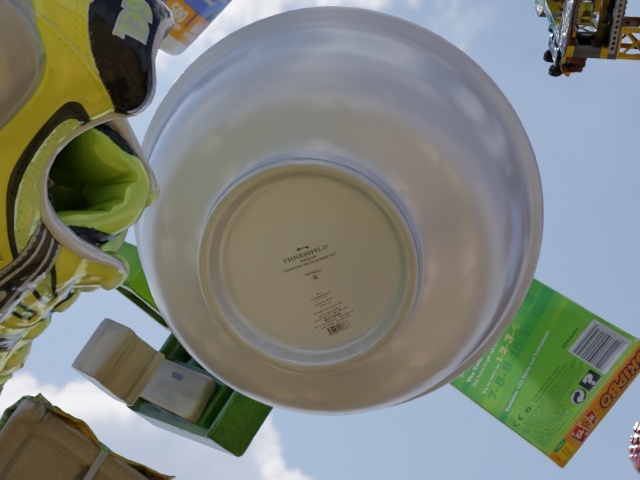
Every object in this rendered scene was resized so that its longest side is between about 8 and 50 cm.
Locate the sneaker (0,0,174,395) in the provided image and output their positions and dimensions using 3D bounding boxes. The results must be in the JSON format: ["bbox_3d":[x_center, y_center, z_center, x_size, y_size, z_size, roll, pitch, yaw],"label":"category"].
[{"bbox_3d":[-0.159,0.006,0.686,0.147,0.145,0.385,16,-32,-2],"label":"sneaker"}]

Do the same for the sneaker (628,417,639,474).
[{"bbox_3d":[0.381,0.160,1.345,0.093,0.225,0.088,64,-19,1],"label":"sneaker"}]

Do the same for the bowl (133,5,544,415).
[{"bbox_3d":[0.000,0.000,0.987,0.297,0.134,0.298,3,-74,9],"label":"bowl"}]

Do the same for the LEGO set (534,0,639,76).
[{"bbox_3d":[0.348,-0.326,1.518,0.192,0.255,0.331,4,-67,-4],"label":"LEGO set"}]

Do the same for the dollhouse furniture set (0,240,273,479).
[{"bbox_3d":[-0.200,0.167,1.226,0.197,0.301,0.151,43,-17,-32],"label":"dollhouse furniture set"}]

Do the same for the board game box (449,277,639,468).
[{"bbox_3d":[0.169,0.092,1.316,0.039,0.124,0.259,42,-4,-38],"label":"board game box"}]

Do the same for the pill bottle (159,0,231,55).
[{"bbox_3d":[-0.091,-0.310,1.310,0.272,0.152,0.152,-46,-60,7],"label":"pill bottle"}]
